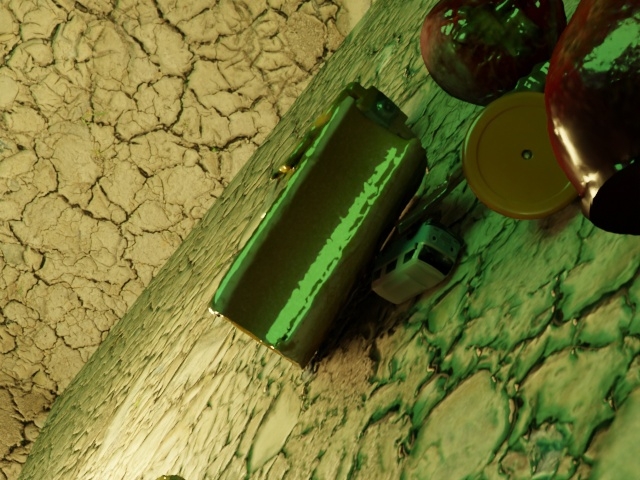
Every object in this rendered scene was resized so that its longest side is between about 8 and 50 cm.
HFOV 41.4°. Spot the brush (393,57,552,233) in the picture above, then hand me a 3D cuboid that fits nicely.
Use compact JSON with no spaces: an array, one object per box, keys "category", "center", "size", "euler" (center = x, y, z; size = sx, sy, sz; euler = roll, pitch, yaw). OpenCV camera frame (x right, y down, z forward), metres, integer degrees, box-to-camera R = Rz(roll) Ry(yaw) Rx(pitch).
[{"category":"brush","center":[0.206,-0.112,1.034],"size":[0.301,0.071,0.084],"euler":[-44,10,1]}]

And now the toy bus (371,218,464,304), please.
[{"category":"toy bus","center":[0.117,0.030,1.060],"size":[0.123,0.060,0.075],"euler":[-36,27,54]}]

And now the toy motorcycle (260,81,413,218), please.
[{"category":"toy motorcycle","center":[0.011,-0.108,1.469],"size":[0.237,0.168,0.410],"euler":[-25,33,59]}]

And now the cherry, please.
[{"category":"cherry","center":[0.230,-0.275,1.155],"size":[0.192,0.175,0.250],"euler":[-44,15,4]}]

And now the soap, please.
[{"category":"soap","center":[0.000,0.000,1.160],"size":[0.335,0.156,0.293],"euler":[-57,-5,-10]}]

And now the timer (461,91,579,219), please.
[{"category":"timer","center":[0.220,-0.084,0.935],"size":[0.132,0.132,0.152],"euler":[-54,-8,3]}]

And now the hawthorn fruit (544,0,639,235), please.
[{"category":"hawthorn fruit","center":[0.282,-0.128,0.666],"size":[0.215,0.215,0.250],"euler":[-44,11,34]}]

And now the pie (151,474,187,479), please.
[{"category":"pie","center":[-0.299,0.506,1.276],"size":[0.339,0.077,0.339],"euler":[-53,14,19]}]
